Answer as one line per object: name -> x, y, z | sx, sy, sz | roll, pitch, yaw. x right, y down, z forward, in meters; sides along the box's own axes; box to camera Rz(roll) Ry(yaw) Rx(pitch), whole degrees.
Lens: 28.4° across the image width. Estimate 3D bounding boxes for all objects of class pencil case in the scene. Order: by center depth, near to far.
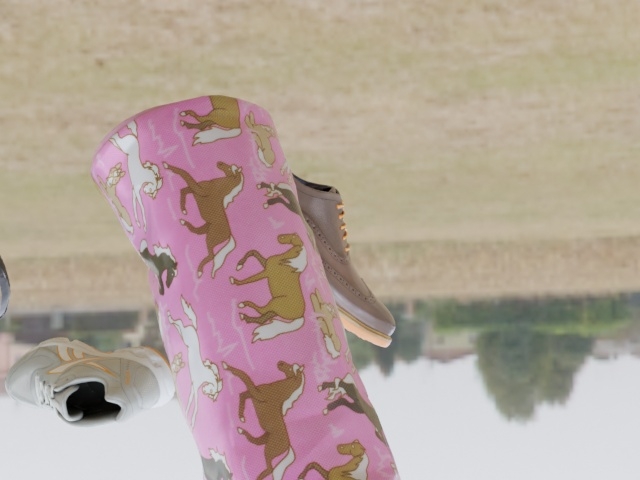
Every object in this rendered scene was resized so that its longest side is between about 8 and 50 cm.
pencil case -> -0.056, 0.081, 0.978 | 0.160, 0.386, 0.167 | -23, 160, 5

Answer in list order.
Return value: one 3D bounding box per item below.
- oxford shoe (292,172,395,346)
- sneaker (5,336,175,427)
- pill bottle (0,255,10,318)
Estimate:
oxford shoe -> 0.000, 0.000, 1.781 | 0.133, 0.363, 0.130 | -42, -166, 1
sneaker -> -0.322, 0.189, 1.629 | 0.262, 0.099, 0.121 | -5, -164, 31
pill bottle -> -0.398, 0.069, 1.140 | 0.123, 0.122, 0.219 | -5, -159, 39
